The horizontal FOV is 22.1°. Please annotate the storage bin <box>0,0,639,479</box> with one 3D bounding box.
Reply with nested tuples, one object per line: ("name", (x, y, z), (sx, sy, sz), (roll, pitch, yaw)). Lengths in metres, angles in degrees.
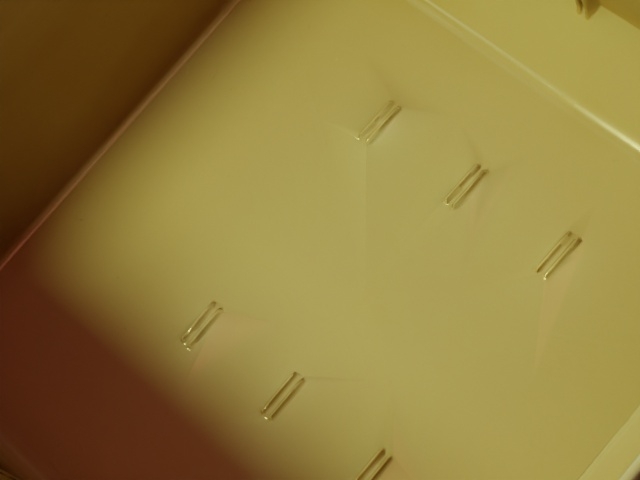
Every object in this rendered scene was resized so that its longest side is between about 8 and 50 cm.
("storage bin", (0.000, 0.000, 0.485), (0.262, 0.123, 0.260), (39, 86, 27))
